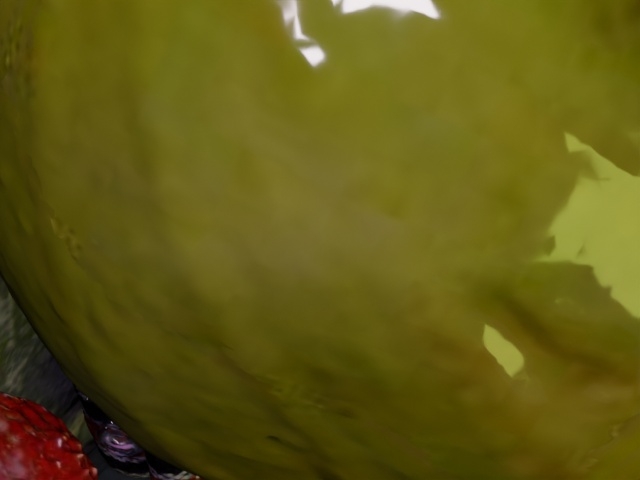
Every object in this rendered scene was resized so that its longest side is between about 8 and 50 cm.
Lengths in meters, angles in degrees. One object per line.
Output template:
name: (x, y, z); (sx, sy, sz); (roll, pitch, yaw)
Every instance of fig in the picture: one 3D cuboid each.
fig: (0.025, -0.065, 0.524); (0.343, 0.343, 0.343); (-48, 158, -27)

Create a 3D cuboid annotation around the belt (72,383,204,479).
belt: (0.000, 0.000, 0.846); (0.359, 0.126, 0.094); (-52, 151, -34)

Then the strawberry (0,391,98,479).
strawberry: (-0.152, 0.123, 0.644); (0.131, 0.131, 0.148); (-51, 158, -20)

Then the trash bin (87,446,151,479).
trash bin: (-0.114, 0.220, 0.915); (0.176, 0.101, 0.236); (-40, 156, -45)
